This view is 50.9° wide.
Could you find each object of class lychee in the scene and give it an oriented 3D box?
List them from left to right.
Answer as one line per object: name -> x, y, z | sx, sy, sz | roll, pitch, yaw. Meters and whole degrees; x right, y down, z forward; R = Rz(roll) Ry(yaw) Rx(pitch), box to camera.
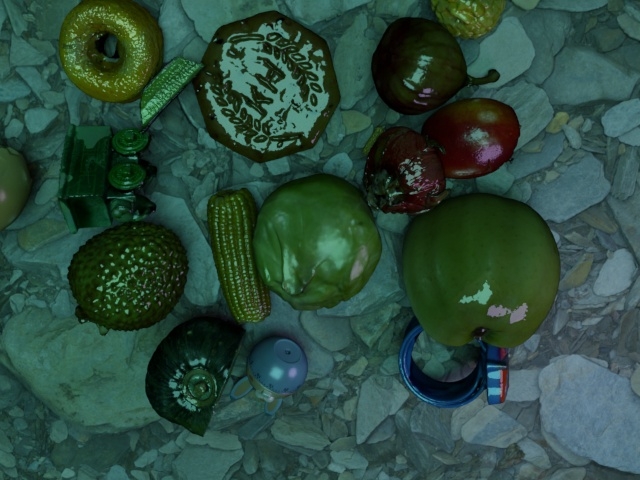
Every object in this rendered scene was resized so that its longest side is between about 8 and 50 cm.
lychee -> -0.463, 0.093, 1.604 | 0.270, 0.270, 0.320 | 43, 82, -10

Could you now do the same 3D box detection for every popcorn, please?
popcorn -> 0.332, -0.547, 1.515 | 0.180, 0.180, 0.170 | 18, 130, -5

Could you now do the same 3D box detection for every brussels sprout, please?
brussels sprout -> 0.000, 0.000, 1.598 | 0.327, 0.247, 0.328 | 3, 101, 15

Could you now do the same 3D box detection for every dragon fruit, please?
dragon fruit -> 0.169, -0.139, 1.551 | 0.148, 0.223, 0.219 | -32, 128, -27

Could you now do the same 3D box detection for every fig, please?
fig -> 0.282, -0.387, 1.535 | 0.320, 0.217, 0.217 | 3, 105, -21

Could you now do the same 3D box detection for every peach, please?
peach -> 0.352, -0.236, 1.555 | 0.226, 0.190, 0.196 | -12, 120, 20

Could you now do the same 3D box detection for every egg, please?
egg -> -0.788, -0.122, 1.569 | 0.201, 0.201, 0.245 | 13, 82, -4

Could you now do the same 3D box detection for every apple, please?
apple -> 0.388, 0.073, 1.592 | 0.320, 0.360, 0.311 | -16, 146, 35

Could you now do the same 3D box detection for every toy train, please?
toy train -> -0.485, -0.149, 1.552 | 0.201, 0.266, 0.145 | -3, 143, -8

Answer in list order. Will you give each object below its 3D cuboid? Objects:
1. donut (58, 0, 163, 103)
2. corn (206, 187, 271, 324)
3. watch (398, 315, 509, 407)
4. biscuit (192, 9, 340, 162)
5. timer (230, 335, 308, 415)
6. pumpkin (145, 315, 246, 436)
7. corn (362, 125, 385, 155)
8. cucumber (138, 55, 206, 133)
donut -> -0.482, -0.436, 1.549 | 0.253, 0.118, 0.254 | 1, 119, 1
corn -> -0.198, 0.044, 1.661 | 0.131, 0.131, 0.345 | -9, 104, 2
watch -> 0.330, 0.255, 1.686 | 0.274, 0.241, 0.305 | -7, 97, 16
biscuit -> -0.128, -0.360, 1.602 | 0.359, 0.046, 0.359 | 0, 104, 0
timer -> -0.135, 0.365, 1.727 | 0.175, 0.175, 0.255 | 28, 103, -8
pumpkin -> -0.319, 0.316, 1.668 | 0.196, 0.263, 0.293 | 24, 107, 0
corn -> 0.133, -0.245, 1.643 | 0.028, 0.027, 0.083 | 24, 107, -40
cucumber -> -0.365, -0.346, 1.554 | 0.070, 0.046, 0.220 | 42, 84, -14
